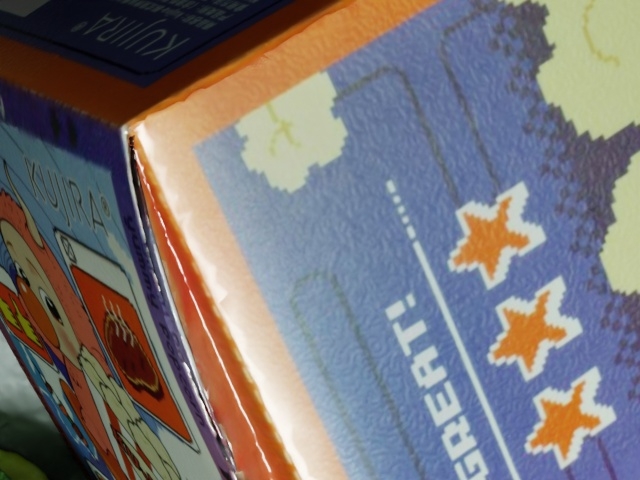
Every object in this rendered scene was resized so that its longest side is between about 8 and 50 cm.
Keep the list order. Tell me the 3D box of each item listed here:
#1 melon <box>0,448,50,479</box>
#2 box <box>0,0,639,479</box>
[{"bbox_3d":[-0.126,0.243,1.001,0.265,0.129,0.169,40,83,-34],"label":"melon"},{"bbox_3d":[0.000,0.000,0.873,0.257,0.349,0.318,-31,116,-19],"label":"box"}]
